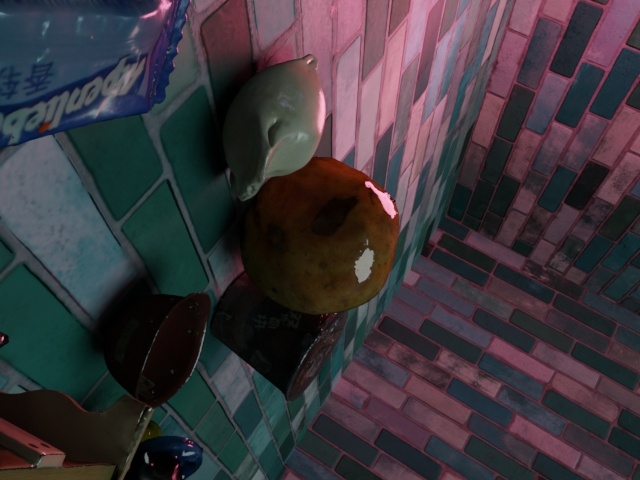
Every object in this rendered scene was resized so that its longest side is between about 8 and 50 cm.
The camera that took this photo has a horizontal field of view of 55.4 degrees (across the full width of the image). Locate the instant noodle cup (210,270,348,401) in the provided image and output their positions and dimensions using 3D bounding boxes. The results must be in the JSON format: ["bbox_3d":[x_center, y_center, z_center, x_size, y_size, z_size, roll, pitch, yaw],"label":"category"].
[{"bbox_3d":[-0.084,0.171,1.199,0.217,0.207,0.217,-52,161,-25],"label":"instant noodle cup"}]

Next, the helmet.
[{"bbox_3d":[-0.237,0.132,0.849,0.175,0.106,0.155,-65,163,2],"label":"helmet"}]

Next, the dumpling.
[{"bbox_3d":[-0.072,-0.159,0.876,0.179,0.131,0.252,130,-21,-54],"label":"dumpling"}]

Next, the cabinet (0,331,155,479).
[{"bbox_3d":[-0.331,0.222,0.451,0.290,0.227,0.318,66,45,-70],"label":"cabinet"}]

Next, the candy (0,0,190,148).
[{"bbox_3d":[-0.212,-0.159,0.493,0.331,0.077,0.187,-36,158,-54],"label":"candy"}]

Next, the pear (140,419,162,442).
[{"bbox_3d":[-0.314,0.361,1.011,0.107,0.107,0.131,25,85,-74],"label":"pear"}]

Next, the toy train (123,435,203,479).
[{"bbox_3d":[-0.291,0.407,0.856,0.300,0.265,0.188,101,-19,-45],"label":"toy train"}]

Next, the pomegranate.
[{"bbox_3d":[0.000,0.000,1.052,0.281,0.281,0.281,-53,162,-25],"label":"pomegranate"}]
